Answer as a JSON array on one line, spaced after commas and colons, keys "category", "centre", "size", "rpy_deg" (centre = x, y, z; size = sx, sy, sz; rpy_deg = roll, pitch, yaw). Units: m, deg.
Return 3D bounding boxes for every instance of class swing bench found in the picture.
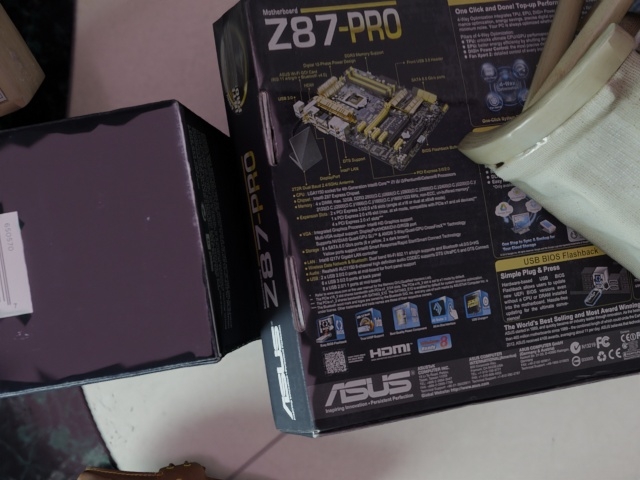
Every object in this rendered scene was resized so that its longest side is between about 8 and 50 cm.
[{"category": "swing bench", "centre": [0.280, -0.100, 1.042], "size": [0.253, 0.165, 0.255], "rpy_deg": [34, 73, -16]}]

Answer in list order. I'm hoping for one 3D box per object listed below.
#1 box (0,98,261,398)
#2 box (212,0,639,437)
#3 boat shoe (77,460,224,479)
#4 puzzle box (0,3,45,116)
[{"category": "box", "centre": [-0.232, 0.024, 1.106], "size": [0.343, 0.312, 0.179], "rpy_deg": [-10, 87, 3]}, {"category": "box", "centre": [0.136, -0.040, 1.120], "size": [0.395, 0.097, 0.318], "rpy_deg": [-9, 89, -20]}, {"category": "boat shoe", "centre": [-0.115, 0.216, 1.223], "size": [0.178, 0.064, 0.060], "rpy_deg": [13, 59, 3]}, {"category": "puzzle box", "centre": [-0.450, -0.161, 1.130], "size": [0.409, 0.052, 0.272], "rpy_deg": [-18, 119, 22]}]
